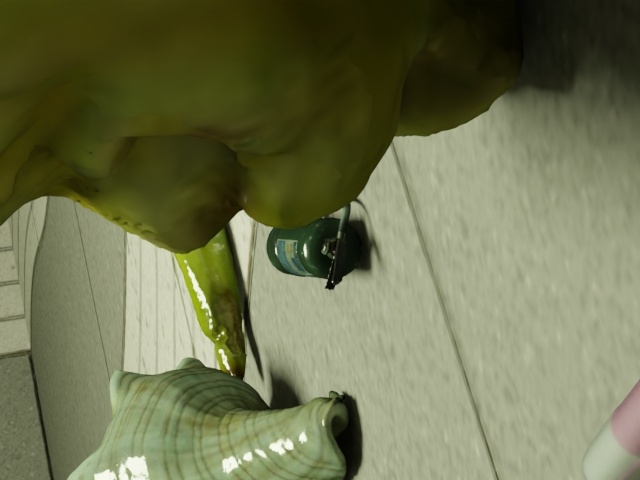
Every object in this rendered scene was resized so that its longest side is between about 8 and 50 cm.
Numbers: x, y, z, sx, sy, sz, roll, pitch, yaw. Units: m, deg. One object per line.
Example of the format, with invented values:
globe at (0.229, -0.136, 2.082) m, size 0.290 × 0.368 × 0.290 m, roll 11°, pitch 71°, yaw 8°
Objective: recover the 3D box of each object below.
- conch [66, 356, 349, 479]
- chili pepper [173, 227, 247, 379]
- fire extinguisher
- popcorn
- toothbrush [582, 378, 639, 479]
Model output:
conch at (-0.057, 0.131, 0.809) m, size 0.234 × 0.114 × 0.137 m, roll 23°, pitch 133°, yaw 67°
chili pepper at (-0.071, -0.018, 0.925) m, size 0.049 × 0.043 × 0.208 m, roll -25°, pitch 77°, yaw 49°
fire extinguisher at (0.000, 0.000, 0.672) m, size 0.083 × 0.025 × 0.038 m, roll -173°, pitch 99°, yaw -76°
popcorn at (-0.063, -0.105, 0.402) m, size 0.235 × 0.250 × 0.241 m, roll -143°, pitch 45°, yaw -60°
toothbrush at (0.094, -0.013, 0.297) m, size 0.286 × 0.020 × 0.025 m, roll 105°, pitch 147°, yaw -58°
